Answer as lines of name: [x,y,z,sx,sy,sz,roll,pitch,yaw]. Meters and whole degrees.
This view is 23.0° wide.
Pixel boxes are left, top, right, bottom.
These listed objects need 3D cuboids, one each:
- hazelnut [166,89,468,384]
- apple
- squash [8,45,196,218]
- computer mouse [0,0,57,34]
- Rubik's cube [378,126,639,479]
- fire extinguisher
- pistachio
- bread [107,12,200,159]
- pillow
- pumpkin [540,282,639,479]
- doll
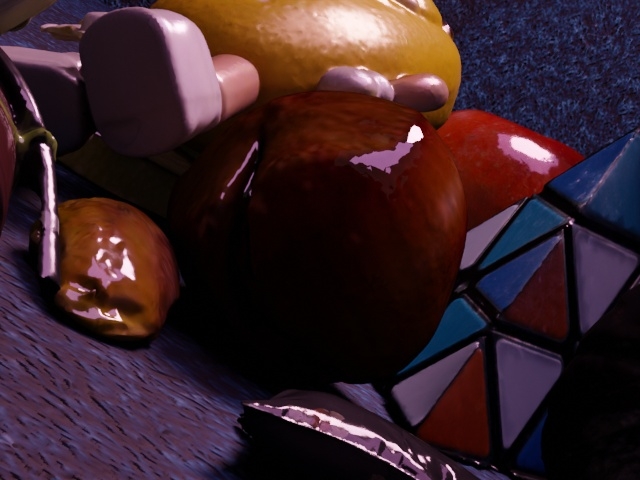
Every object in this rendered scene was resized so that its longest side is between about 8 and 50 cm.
hazelnut: [0.000,0.000,0.945,0.178,0.178,0.204,24,-22,-40]
apple: [0.151,-0.013,1.447,0.218,0.201,0.218,29,6,-3]
squash: [-0.161,-0.077,1.291,0.252,0.049,0.252,32,8,-5]
computer mouse: [-0.281,-0.177,1.233,0.182,0.056,0.089,-10,15,4]
Rubik's cube: [0.147,0.119,1.116,0.234,0.284,0.250,48,-32,-16]
fire extinguisher: [-0.179,-0.044,0.758,0.141,0.105,0.341,44,4,-14]
pistachio: [-0.114,0.007,0.854,0.089,0.049,0.173,29,7,-4]
bread: [-0.072,-0.116,1.405,0.301,0.045,0.301,32,18,-11]
pillow: [0.030,0.109,0.726,0.150,0.048,0.090,28,9,3]
pumpkin: [0.222,0.114,0.807,0.220,0.220,0.162,34,-15,29]
doll: [-0.074,-0.123,1.152,0.348,0.161,0.423,7,14,5]
